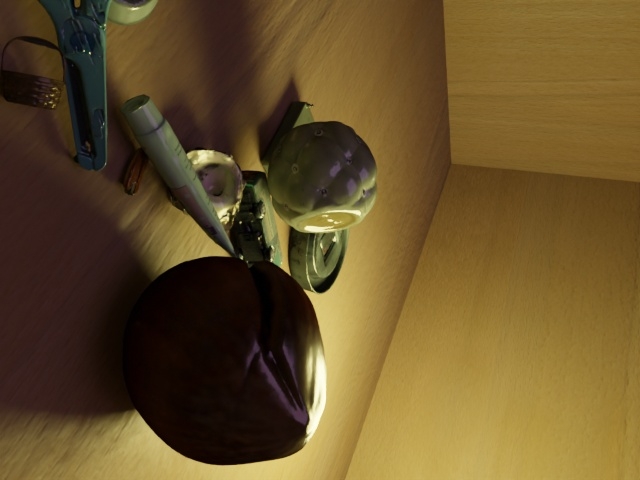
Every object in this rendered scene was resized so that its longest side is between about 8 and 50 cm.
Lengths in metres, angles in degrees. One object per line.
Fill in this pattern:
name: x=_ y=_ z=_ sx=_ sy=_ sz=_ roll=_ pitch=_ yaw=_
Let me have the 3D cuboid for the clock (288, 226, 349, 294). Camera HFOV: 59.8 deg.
clock: x=0.002 y=0.001 z=1.605 sx=0.312 sy=0.061 sz=0.312 roll=10 pitch=90 yaw=-67

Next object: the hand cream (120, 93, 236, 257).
hand cream: x=-0.227 y=-0.096 z=0.951 sx=0.058 sy=0.085 sz=0.331 roll=-44 pitch=134 yaw=-19

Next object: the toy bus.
toy bus: x=-0.146 y=-0.032 z=1.223 sx=0.109 sy=0.091 sz=0.261 roll=-69 pitch=158 yaw=-51

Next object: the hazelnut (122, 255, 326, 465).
hazelnut: x=-0.147 y=0.213 z=0.993 sx=0.409 sy=0.359 sz=0.359 roll=82 pitch=28 yaw=-50

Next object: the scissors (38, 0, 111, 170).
scissors: x=-0.313 y=-0.269 z=0.709 sx=0.032 sy=0.180 sz=0.392 roll=-124 pitch=-144 yaw=-53

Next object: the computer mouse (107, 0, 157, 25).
computer mouse: x=-0.301 y=-0.395 z=0.729 sx=0.128 sy=0.079 sz=0.231 roll=-57 pitch=135 yaw=-28

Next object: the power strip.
power strip: x=-0.061 y=-0.220 z=1.373 sx=0.145 sy=0.061 sz=0.215 roll=66 pitch=41 yaw=-51

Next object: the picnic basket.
picnic basket: x=-0.352 y=-0.207 z=0.685 sx=0.072 sy=0.072 sz=0.083 roll=-14 pitch=117 yaw=-65

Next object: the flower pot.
flower pot: x=0.005 y=-0.128 z=1.188 sx=0.246 sy=0.246 sz=0.195 roll=33 pitch=46 yaw=-65

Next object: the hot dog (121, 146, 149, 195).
hot dog: x=-0.302 y=-0.112 z=0.904 sx=0.037 sy=0.021 sz=0.083 roll=70 pitch=34 yaw=-67

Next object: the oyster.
oyster: x=-0.215 y=-0.093 z=1.062 sx=0.163 sy=0.081 sz=0.191 roll=-20 pitch=117 yaw=-34
